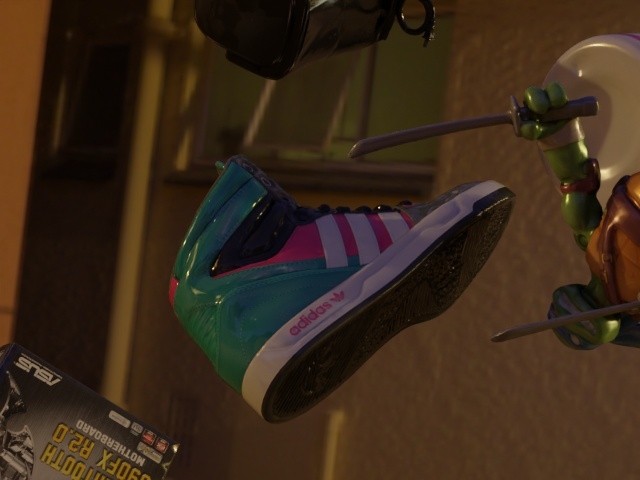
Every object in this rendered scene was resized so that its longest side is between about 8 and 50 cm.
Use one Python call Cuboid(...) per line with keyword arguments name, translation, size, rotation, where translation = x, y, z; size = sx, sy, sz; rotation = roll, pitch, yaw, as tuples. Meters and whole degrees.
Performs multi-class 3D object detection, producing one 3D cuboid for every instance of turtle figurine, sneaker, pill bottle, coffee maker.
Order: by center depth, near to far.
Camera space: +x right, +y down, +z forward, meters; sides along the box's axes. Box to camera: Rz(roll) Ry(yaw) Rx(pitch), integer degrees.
Cuboid(name="turtle figurine", translation=(0.212, -0.041, 0.843), size=(0.274, 0.266, 0.198), rotation=(34, 18, -21))
Cuboid(name="sneaker", translation=(0.000, 0.000, 0.945), size=(0.178, 0.124, 0.295), rotation=(37, 45, 23))
Cuboid(name="pill bottle", translation=(0.350, -0.114, 1.191), size=(0.283, 0.160, 0.160), rotation=(-9, 8, -38))
Cuboid(name="coffee maker", translation=(-0.005, -0.225, 1.215), size=(0.171, 0.120, 0.178), rotation=(4, 20, 29))

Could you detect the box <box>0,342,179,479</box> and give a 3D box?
Cuboid(name="box", translation=(-0.294, 0.248, 1.409), size=(0.231, 0.183, 0.056), rotation=(36, -28, -20))
